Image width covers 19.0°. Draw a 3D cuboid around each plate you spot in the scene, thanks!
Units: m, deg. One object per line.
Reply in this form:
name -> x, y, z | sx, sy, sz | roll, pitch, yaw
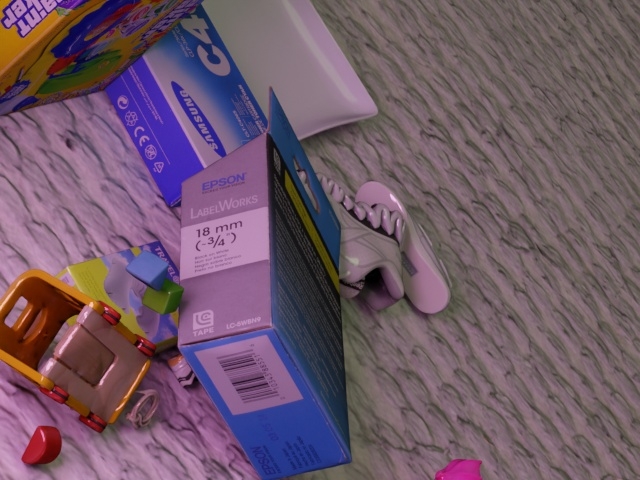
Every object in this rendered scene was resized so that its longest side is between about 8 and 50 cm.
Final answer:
plate -> -0.071, -0.246, 2.406 | 0.277, 0.045, 0.278 | 59, 30, 5

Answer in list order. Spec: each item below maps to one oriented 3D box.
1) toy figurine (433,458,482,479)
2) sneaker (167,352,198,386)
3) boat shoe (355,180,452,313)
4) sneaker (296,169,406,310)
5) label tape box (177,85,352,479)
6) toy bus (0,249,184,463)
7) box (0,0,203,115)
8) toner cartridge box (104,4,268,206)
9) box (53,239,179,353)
toy figurine -> 0.190, 0.318, 2.151 | 0.159, 0.130, 0.173 | 54, 8, 19
sneaker -> -0.127, 0.128, 1.981 | 0.083, 0.032, 0.037 | -27, 96, -54
boat shoe -> 0.109, 0.005, 2.386 | 0.184, 0.066, 0.063 | 52, 17, 3
sneaker -> 0.000, 0.000, 2.211 | 0.292, 0.110, 0.118 | 19, 53, -42
label tape box -> -0.057, 0.045, 1.992 | 0.240, 0.106, 0.333 | 63, 17, -44
toy bus -> -0.233, 0.102, 1.779 | 0.104, 0.202, 0.191 | 29, 33, 23
box -> -0.259, -0.283, 1.957 | 0.177, 0.290, 0.279 | 57, 32, 6
toner cartridge box -> -0.183, -0.209, 2.195 | 0.165, 0.075, 0.348 | -13, 70, -56
box -> -0.188, 0.064, 1.944 | 0.109, 0.042, 0.178 | 58, 32, 8
